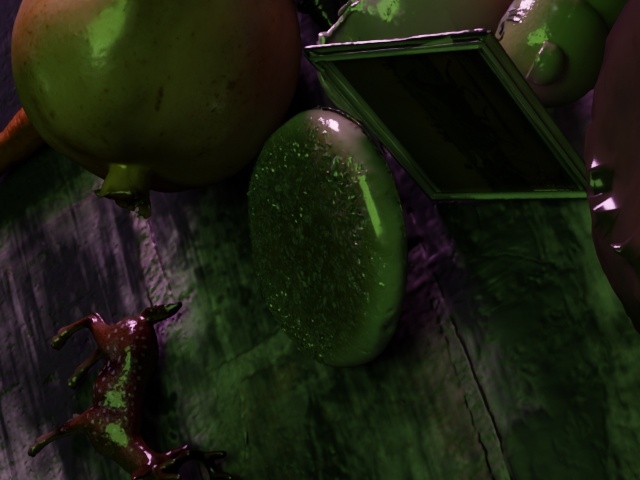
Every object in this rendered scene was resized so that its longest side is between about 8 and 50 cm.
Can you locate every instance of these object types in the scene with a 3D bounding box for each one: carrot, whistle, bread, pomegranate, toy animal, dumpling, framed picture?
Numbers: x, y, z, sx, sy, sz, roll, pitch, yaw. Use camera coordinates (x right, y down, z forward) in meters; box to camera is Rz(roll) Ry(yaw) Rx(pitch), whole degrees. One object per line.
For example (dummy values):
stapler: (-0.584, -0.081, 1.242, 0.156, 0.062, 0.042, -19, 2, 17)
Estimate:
carrot: (-0.359, -0.129, 1.956, 0.248, 0.059, 0.059, -35, 61, 30)
whistle: (0.236, -0.233, 1.469, 0.106, 0.131, 0.288, 25, 77, 3)
bread: (0.000, 0.000, 1.591, 0.267, 0.040, 0.266, 24, 119, 52)
pomegranate: (-0.170, -0.180, 1.669, 0.319, 0.319, 0.319, -9, 75, 36)
toy animal: (-0.210, 0.188, 1.753, 0.260, 0.087, 0.243, -8, 77, 39)
dumpling: (0.114, -0.190, 1.556, 0.247, 0.142, 0.172, -34, 84, -13)
framed picture: (0.123, -0.103, 1.463, 0.197, 0.252, 0.014, 0, 58, 37)

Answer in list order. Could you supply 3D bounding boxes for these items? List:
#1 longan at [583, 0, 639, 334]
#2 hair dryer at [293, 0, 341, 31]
longan: (0.384, -0.052, 1.158, 0.436, 0.404, 0.404, 36, 102, 43)
hair dryer: (-0.034, -0.366, 1.746, 0.189, 0.107, 0.352, -37, 68, 24)
